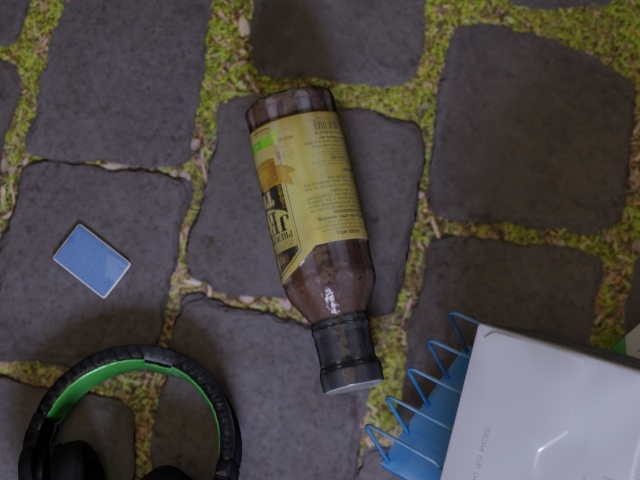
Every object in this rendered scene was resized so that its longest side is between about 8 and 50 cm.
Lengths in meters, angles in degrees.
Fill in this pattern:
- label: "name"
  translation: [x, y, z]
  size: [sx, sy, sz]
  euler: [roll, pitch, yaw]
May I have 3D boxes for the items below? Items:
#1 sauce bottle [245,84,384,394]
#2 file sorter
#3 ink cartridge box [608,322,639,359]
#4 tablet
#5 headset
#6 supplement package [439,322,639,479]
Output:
- label: "sauce bottle"
  translation: [0.000, 0.000, 1.613]
  size: [0.111, 0.111, 0.344]
  euler: [-14, 78, 6]
- label: "file sorter"
  translation: [0.144, 0.179, 1.528]
  size: [0.118, 0.104, 0.170]
  euler: [25, 68, 36]
- label: "ink cartridge box"
  translation: [0.408, 0.214, 1.439]
  size: [0.211, 0.122, 0.289]
  euler: [-45, 57, 26]
- label: "tablet"
  translation: [-0.273, 0.024, 1.703]
  size: [0.083, 0.006, 0.054]
  euler: [37, 88, 11]
- label: "headset"
  translation: [-0.228, 0.317, 1.608]
  size: [0.243, 0.185, 0.394]
  euler: [12, 68, 14]
- label: "supplement package"
  translation: [0.243, 0.234, 1.397]
  size: [0.204, 0.145, 0.261]
  euler: [16, 94, 39]
